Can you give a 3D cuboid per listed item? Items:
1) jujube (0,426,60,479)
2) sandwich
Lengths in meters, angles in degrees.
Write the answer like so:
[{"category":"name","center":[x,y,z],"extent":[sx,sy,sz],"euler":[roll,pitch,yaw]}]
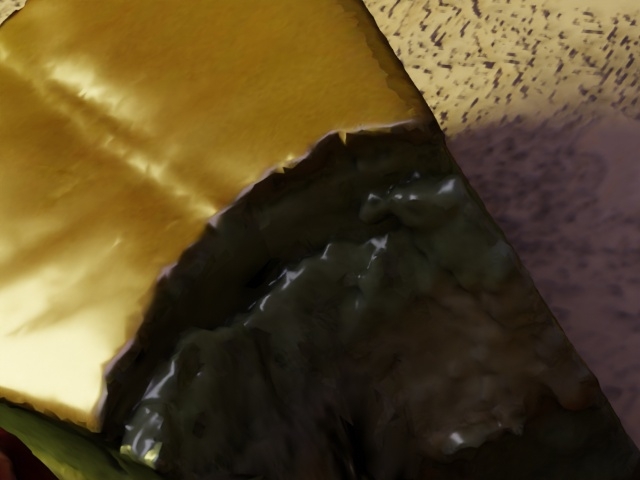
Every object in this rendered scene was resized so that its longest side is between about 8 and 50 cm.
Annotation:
[{"category":"jujube","center":[-0.122,0.158,0.299],"extent":[0.258,0.258,0.377],"euler":[-37,17,-3]},{"category":"sandwich","center":[0.000,0.000,0.488],"extent":[0.198,0.155,0.227],"euler":[12,56,44]}]
